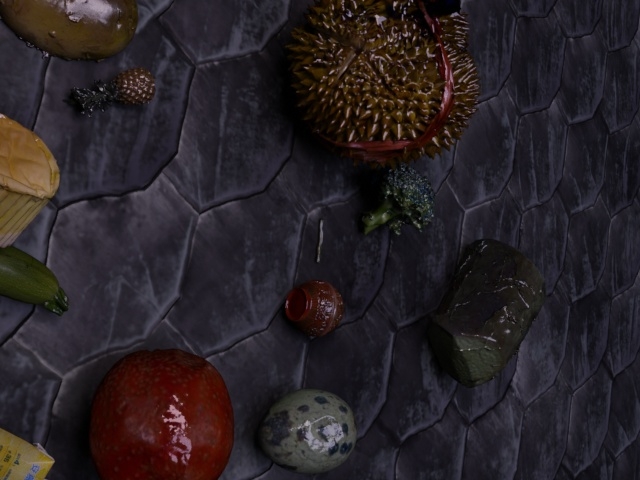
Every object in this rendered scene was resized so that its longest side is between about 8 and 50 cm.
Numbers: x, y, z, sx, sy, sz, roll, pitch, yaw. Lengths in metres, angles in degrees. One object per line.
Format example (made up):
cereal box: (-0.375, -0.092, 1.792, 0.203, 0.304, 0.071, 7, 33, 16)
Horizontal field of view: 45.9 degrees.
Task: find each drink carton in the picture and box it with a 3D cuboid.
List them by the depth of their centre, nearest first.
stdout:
drink carton: (-0.401, 0.285, 0.958, 0.200, 0.074, 0.084, 42, 63, -33)

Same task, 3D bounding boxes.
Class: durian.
durian: (0.115, -0.292, 1.295, 0.384, 0.347, 0.348, -7, 94, -34)

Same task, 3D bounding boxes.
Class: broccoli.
broccoli: (0.140, -0.071, 1.440, 0.160, 0.167, 0.155, -29, 100, 0)

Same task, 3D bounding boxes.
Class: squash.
squash: (-0.420, 0.028, 0.949, 0.252, 0.066, 0.066, 29, 70, -40)

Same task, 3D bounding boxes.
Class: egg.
egg: (-0.023, 0.319, 1.268, 0.181, 0.141, 0.141, 5, 86, -35)

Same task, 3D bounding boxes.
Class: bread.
bread: (-0.435, -0.091, 0.857, 0.133, 0.179, 0.250, -45, 140, 15)

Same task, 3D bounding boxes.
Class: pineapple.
pineapple: (-0.298, -0.212, 1.074, 0.124, 0.058, 0.058, -23, 105, -41)

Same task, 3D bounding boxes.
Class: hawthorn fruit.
hawthorn fruit: (-0.214, 0.273, 1.021, 0.205, 0.205, 0.253, 26, 41, -40)

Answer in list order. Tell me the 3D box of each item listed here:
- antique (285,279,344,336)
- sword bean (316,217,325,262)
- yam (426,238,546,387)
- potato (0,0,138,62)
antique: (-0.006, 0.118, 1.313, 0.104, 0.104, 0.104, 1, 89, -43)
sword bean: (0.000, 0.000, 1.381, 0.012, 0.012, 0.083, 12, 80, -43)
yam: (0.345, 0.156, 1.590, 0.271, 0.201, 0.202, -44, 117, -27)
potato: (-0.336, -0.326, 1.025, 0.200, 0.081, 0.164, 16, 80, -40)
